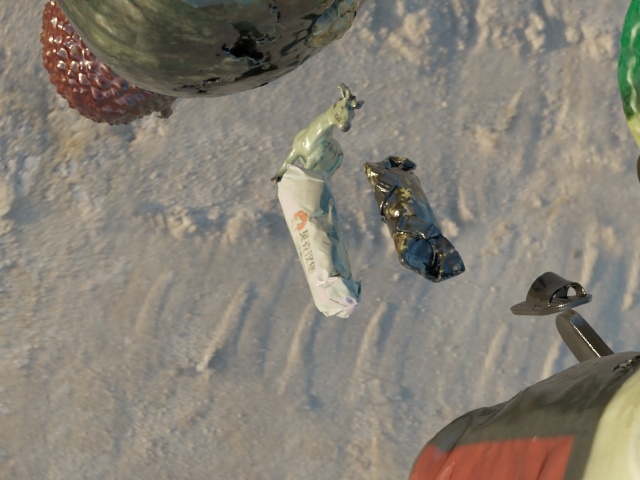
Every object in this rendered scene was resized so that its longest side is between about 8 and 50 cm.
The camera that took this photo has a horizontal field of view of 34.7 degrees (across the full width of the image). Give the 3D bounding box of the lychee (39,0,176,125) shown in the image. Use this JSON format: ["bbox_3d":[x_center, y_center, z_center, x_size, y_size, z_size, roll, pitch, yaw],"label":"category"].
[{"bbox_3d":[-0.318,-0.310,1.669,0.264,0.264,0.300,-55,137,-19],"label":"lychee"}]

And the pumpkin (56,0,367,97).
[{"bbox_3d":[-0.093,-0.355,1.142,0.454,0.454,0.344,-38,92,-24],"label":"pumpkin"}]

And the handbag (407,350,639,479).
[{"bbox_3d":[0.135,0.163,0.355,0.181,0.181,0.254,1,74,-27],"label":"handbag"}]

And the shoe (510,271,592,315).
[{"bbox_3d":[0.304,0.071,1.395,0.062,0.159,0.053,-16,87,-20],"label":"shoe"}]

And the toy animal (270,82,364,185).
[{"bbox_3d":[0.002,-0.138,1.556,0.073,0.217,0.176,38,88,10],"label":"toy animal"}]

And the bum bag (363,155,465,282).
[{"bbox_3d":[0.130,-0.038,1.497,0.102,0.069,0.248,-3,46,-20],"label":"bum bag"}]

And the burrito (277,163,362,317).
[{"bbox_3d":[0.001,0.000,1.198,0.064,0.064,0.203,-1,56,-27],"label":"burrito"}]

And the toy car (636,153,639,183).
[{"bbox_3d":[0.742,-0.131,2.021,0.198,0.248,0.204,-34,108,-44],"label":"toy car"}]

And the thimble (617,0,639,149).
[{"bbox_3d":[0.379,-0.139,0.827,0.254,0.167,0.288,3,112,-14],"label":"thimble"}]

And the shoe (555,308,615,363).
[{"bbox_3d":[0.297,0.155,1.081,0.049,0.071,0.179,-32,67,-13],"label":"shoe"}]
